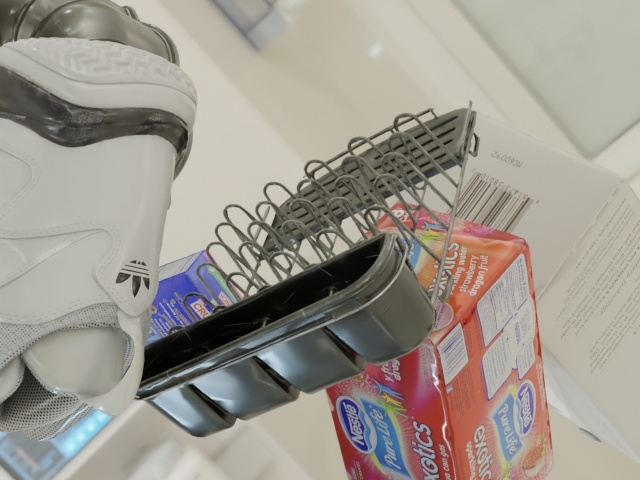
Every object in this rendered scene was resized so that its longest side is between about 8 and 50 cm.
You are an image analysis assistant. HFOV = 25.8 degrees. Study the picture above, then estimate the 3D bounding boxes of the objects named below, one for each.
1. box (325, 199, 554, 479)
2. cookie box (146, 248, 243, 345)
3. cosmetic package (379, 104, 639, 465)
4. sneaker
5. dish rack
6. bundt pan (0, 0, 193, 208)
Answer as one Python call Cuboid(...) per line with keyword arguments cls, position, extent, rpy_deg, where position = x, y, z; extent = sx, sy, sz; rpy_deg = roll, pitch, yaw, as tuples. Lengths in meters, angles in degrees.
Cuboid(cls="box", position=(0.090, 0.114, 1.078), extent=(0.123, 0.256, 0.128), rpy_deg=(20, 49, 34))
Cuboid(cls="cookie box", position=(-0.115, 0.065, 1.164), extent=(0.107, 0.091, 0.040), rpy_deg=(-19, 24, 35))
Cuboid(cls="cosmetic package", position=(0.228, 0.057, 1.294), extent=(0.197, 0.365, 0.155), rpy_deg=(31, 82, 41))
Cuboid(cls="sneaker", position=(-0.238, 0.010, 0.831), extent=(0.366, 0.210, 0.137), rpy_deg=(-6, -15, 30))
Cuboid(cls="dish rack", position=(0.000, 0.000, 0.898), extent=(0.208, 0.074, 0.271), rpy_deg=(-25, 27, 31))
Cuboid(cls="bundt pan", position=(-0.290, -0.110, 1.322), extent=(0.331, 0.331, 0.124), rpy_deg=(-42, -32, 3))
